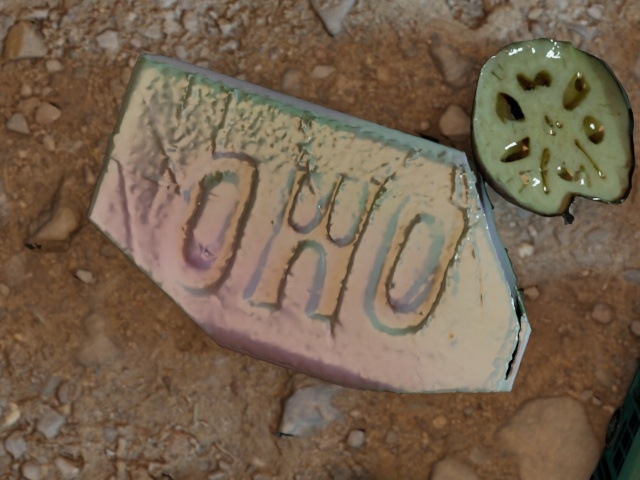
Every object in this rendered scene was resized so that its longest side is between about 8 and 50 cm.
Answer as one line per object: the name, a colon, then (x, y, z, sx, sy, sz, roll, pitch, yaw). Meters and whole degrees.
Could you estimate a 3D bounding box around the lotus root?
lotus root: (0.227, -0.104, 1.073, 0.183, 0.078, 0.203, 19, 65, -11)

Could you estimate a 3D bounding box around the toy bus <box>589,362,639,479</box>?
toy bus: (0.368, 0.180, 1.040, 0.128, 0.147, 0.256, 20, 101, 6)

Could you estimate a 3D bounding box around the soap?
soap: (0.000, 0.000, 1.068, 0.446, 0.156, 0.261, 19, 91, 3)
